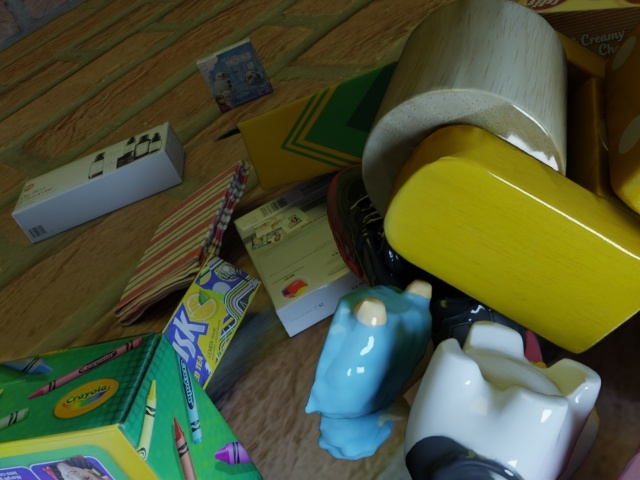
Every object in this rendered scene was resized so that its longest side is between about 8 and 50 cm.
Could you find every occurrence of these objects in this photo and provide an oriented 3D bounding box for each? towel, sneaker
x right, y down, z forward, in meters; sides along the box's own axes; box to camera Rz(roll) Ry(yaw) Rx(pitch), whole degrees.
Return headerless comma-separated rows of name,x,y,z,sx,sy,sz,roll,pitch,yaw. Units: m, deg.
towel,-0.151,0.000,0.831,0.144,0.029,0.197,-30,27,30
sneaker,0.071,0.003,0.571,0.097,0.135,0.276,-28,43,-3

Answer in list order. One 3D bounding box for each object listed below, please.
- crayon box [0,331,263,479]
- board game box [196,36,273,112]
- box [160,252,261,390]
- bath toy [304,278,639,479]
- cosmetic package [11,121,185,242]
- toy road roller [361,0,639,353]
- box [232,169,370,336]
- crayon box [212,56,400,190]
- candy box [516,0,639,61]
crayon box,-0.202,0.171,0.528,0.278,0.165,0.081,-13,35,19
board game box,-0.133,-0.256,1.143,0.090,0.090,0.020,-22,33,7
box,-0.116,0.094,0.654,0.054,0.059,0.169,-54,8,48
bath toy,0.150,0.139,0.346,0.348,0.129,0.151,26,18,34
cosmetic package,-0.316,-0.086,1.058,0.239,0.060,0.099,-22,32,6
toy road roller,0.214,-0.066,0.428,0.241,0.329,0.203,-59,6,43
box,0.000,0.000,0.746,0.145,0.038,0.186,-29,32,-4
crayon box,0.060,-0.136,0.761,0.202,0.081,0.318,-29,13,-40
candy box,0.316,-0.119,0.565,0.316,0.183,0.087,13,49,44
